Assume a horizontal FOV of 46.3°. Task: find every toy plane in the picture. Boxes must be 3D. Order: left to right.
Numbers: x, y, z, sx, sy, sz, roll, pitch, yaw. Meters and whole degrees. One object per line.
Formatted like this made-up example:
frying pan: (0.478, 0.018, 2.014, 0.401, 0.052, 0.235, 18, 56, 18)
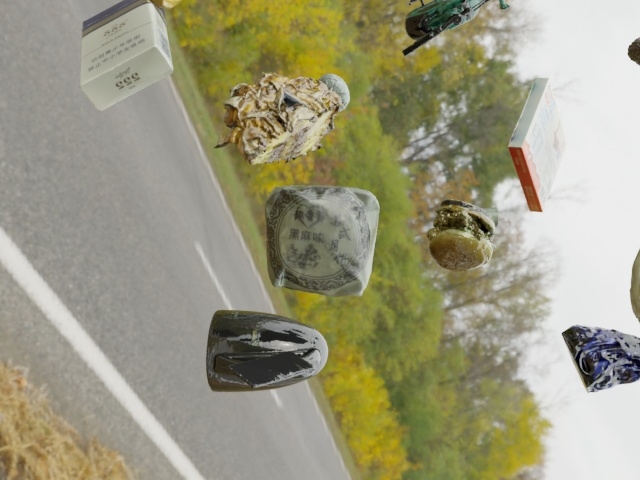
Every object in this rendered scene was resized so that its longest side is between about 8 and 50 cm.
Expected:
toy plane: (0.364, -0.598, 1.928, 0.155, 0.382, 0.106, -109, 176, -59)

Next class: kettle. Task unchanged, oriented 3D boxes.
kettle: (-0.129, 0.288, 1.855, 0.268, 0.290, 0.207, -62, 154, -78)

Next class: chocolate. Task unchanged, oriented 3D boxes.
chocolate: (0.600, 0.186, 1.275, 0.148, 0.343, 0.126, -87, 157, -44)

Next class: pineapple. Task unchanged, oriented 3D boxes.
pineapple: (-0.068, -0.237, 1.296, 0.161, 0.158, 0.334, 55, 32, 6)

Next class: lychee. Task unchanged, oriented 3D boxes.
lychee: (0.635, -0.363, 1.444, 0.083, 0.068, 0.067, 29, -35, 38)

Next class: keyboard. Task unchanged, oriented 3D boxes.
keyboard: (-0.089, 0.244, 1.421, 0.196, 0.074, 0.015, -2, 113, -57)

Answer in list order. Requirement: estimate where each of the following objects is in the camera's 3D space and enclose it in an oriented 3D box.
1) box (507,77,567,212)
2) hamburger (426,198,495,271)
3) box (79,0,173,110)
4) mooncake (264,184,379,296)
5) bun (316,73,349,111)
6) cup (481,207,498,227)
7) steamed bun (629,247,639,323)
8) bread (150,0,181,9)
box: (0.608, -0.263, 2.083, 0.265, 0.048, 0.273, -62, 139, -27)
hamburger: (0.326, -0.009, 1.724, 0.185, 0.159, 0.131, 78, 30, -54)
box: (-0.374, -0.371, 1.431, 0.071, 0.168, 0.259, 58, 11, -42)
mooncake: (-0.001, 0.001, 1.675, 0.136, 0.254, 0.250, -106, -160, -84)
bun: (0.021, -0.299, 1.534, 0.045, 0.083, 0.083, -64, 145, -45)
cup: (0.442, -0.053, 2.047, 0.054, 0.083, 0.075, 85, 4, -65)
steamed bun: (0.583, 0.098, 0.977, 0.352, 0.339, 0.247, -62, 151, -62)
bread: (-0.200, -0.435, 0.963, 0.143, 0.269, 0.195, 30, 29, -4)
